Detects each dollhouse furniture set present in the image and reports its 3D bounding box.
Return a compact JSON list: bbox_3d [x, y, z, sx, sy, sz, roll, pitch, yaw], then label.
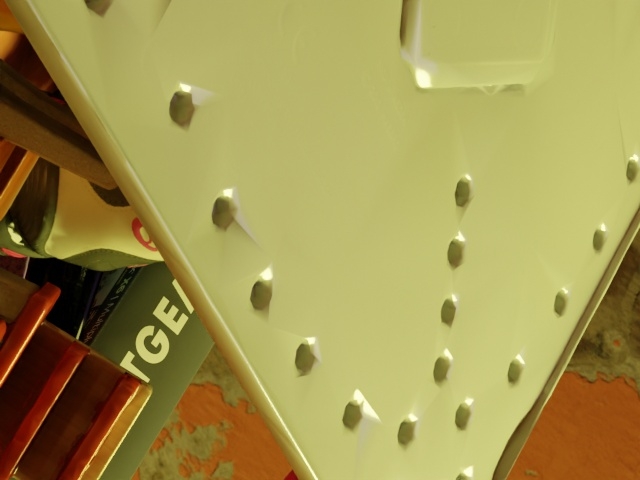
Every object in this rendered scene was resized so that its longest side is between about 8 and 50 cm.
[{"bbox_3d":[-0.150,0.066,0.788,0.262,0.135,0.259,-58,-179,4],"label":"dollhouse furniture set"}]

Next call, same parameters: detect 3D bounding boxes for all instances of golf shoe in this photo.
[{"bbox_3d":[-0.060,-0.040,1.008,0.273,0.120,0.105,-36,138,-58],"label":"golf shoe"}]

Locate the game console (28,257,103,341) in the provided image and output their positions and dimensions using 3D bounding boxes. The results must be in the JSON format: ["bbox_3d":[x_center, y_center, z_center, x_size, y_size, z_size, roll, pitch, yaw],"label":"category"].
[{"bbox_3d":[-0.144,-0.019,1.246,0.361,0.044,0.213,-165,-86,-83],"label":"game console"}]

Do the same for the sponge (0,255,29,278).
[{"bbox_3d":[-0.214,0.108,1.178,0.210,0.031,0.117,-80,-172,-48],"label":"sponge"}]

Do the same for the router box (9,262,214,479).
[{"bbox_3d":[-0.177,0.093,1.451,0.243,0.081,0.309,-22,-149,53],"label":"router box"}]

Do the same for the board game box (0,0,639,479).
[{"bbox_3d":[0.045,-0.115,0.743,0.390,0.050,0.390,-58,142,-28],"label":"board game box"}]
